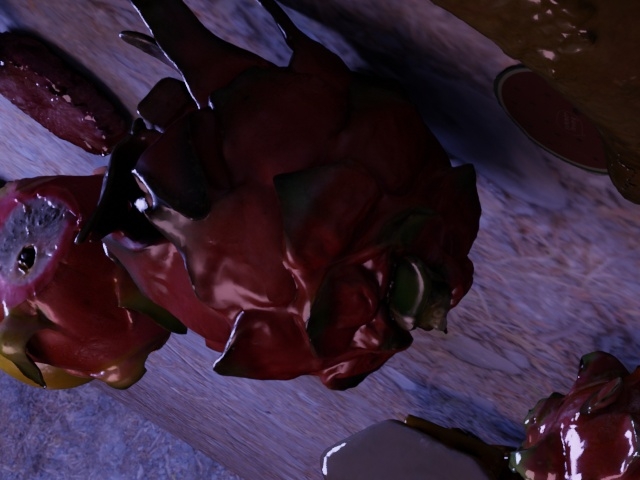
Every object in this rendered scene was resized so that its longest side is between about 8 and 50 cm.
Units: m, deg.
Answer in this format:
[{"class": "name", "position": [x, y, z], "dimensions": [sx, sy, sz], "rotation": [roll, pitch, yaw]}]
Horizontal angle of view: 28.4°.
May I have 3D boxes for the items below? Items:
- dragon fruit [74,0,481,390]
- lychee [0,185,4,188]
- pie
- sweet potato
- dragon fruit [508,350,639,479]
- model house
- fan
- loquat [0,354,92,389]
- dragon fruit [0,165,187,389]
[{"class": "dragon fruit", "position": [-0.027, -0.027, 0.730], "dimensions": [0.274, 0.192, 0.193], "rotation": [40, 176, 25]}, {"class": "lychee", "position": [-0.471, 0.003, 1.672], "dimensions": [0.188, 0.188, 0.188], "rotation": [31, 163, 10]}, {"class": "pie", "position": [-0.235, -0.127, 1.108], "dimensions": [0.154, 0.036, 0.154], "rotation": [31, 164, 10]}, {"class": "sweet potato", "position": [0.085, -0.104, 0.457], "dimensions": [0.310, 0.098, 0.124], "rotation": [42, -177, -31]}, {"class": "dragon fruit", "position": [0.232, 0.146, 0.840], "dimensions": [0.137, 0.135, 0.236], "rotation": [43, 142, -25]}, {"class": "model house", "position": [0.153, 0.278, 1.325], "dimensions": [0.229, 0.199, 0.220], "rotation": [16, -133, -55]}, {"class": "fan", "position": [0.146, -0.051, 0.646], "dimensions": [0.133, 0.005, 0.085], "rotation": [28, 162, 24]}, {"class": "loquat", "position": [-0.345, 0.080, 1.559], "dimensions": [0.246, 0.213, 0.213], "rotation": [-13, 149, 9]}, {"class": "dragon fruit", "position": [-0.229, 0.041, 1.261], "dimensions": [0.224, 0.224, 0.227], "rotation": [19, 164, 42]}]
